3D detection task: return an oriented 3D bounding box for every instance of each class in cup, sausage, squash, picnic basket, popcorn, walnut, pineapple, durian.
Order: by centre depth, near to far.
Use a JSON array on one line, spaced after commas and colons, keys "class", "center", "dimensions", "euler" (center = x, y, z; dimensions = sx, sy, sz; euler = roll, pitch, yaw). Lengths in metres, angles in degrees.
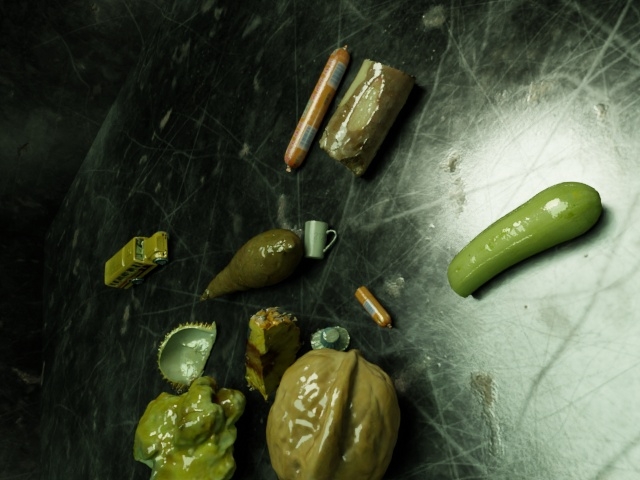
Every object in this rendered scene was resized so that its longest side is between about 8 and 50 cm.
[{"class": "squash", "center": [0.303, -0.001, 0.650], "dimensions": [0.250, 0.083, 0.083], "euler": [-40, 52, 32]}, {"class": "walnut", "center": [0.022, 0.312, 0.732], "dimensions": [0.224, 0.257, 0.257], "euler": [16, 89, 14]}, {"class": "sausage", "center": [0.107, 0.136, 0.837], "dimensions": [0.031, 0.031, 0.107], "euler": [-55, 47, 18]}, {"class": "picnic basket", "center": [0.020, 0.209, 0.887], "dimensions": [0.083, 0.083, 0.065], "euler": [90, 164, -58]}, {"class": "pineapple", "center": [-0.098, 0.236, 0.946], "dimensions": [0.079, 0.135, 0.233], "euler": [27, 125, 25]}, {"class": "cup", "center": [-0.002, 0.001, 0.985], "dimensions": [0.054, 0.074, 0.083], "euler": [143, 133, -79]}, {"class": "popcorn", "center": [-0.308, 0.464, 1.016], "dimensions": [0.276, 0.225, 0.277], "euler": [0, 87, 3]}, {"class": "sausage", "center": [-0.012, -0.337, 1.087], "dimensions": [0.053, 0.053, 0.348], "euler": [36, 103, 45]}, {"class": "durian", "center": [-0.395, 0.333, 1.235], "dimensions": [0.139, 0.144, 0.252], "euler": [21, 88, 25]}]

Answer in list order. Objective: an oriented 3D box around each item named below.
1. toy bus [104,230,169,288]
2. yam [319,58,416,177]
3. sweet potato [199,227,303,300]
[{"class": "toy bus", "center": [-0.697, 0.074, 1.599], "dimensions": [0.335, 0.123, 0.121], "euler": [-30, 58, 36]}, {"class": "yam", "center": [0.095, -0.268, 0.913], "dimensions": [0.128, 0.129, 0.238], "euler": [32, 104, 10]}, {"class": "sweet potato", "center": [-0.175, 0.070, 1.068], "dimensions": [0.422, 0.130, 0.131], "euler": [-27, 59, 44]}]
